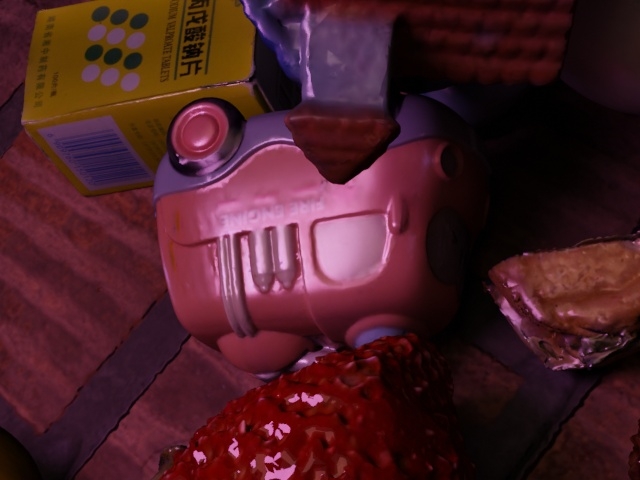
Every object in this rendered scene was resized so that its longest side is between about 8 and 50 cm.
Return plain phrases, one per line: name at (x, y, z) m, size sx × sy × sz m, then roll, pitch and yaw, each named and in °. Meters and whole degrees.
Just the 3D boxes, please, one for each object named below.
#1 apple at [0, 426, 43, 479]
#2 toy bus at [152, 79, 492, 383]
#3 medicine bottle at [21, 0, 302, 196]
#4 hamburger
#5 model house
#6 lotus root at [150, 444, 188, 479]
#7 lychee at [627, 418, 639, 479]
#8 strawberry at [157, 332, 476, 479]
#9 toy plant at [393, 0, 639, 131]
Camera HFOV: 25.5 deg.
apple at (-0.314, 0.243, 1.175) m, size 0.196 × 0.157 × 0.196 m, roll -10°, pitch 57°, yaw 17°
toy bus at (0.000, 0.000, 1.176) m, size 0.288 × 0.194 × 0.232 m, roll -7°, pitch 67°, yaw 18°
medicine bottle at (-0.145, -0.146, 1.348) m, size 0.250 × 0.141 × 0.137 m, roll -8°, pitch 55°, yaw 18°
hamburger at (0.221, 0.058, 1.117) m, size 0.176 × 0.087 × 0.102 m, roll -10°, pitch 69°, yaw 9°
model house at (0.068, -0.199, 1.020) m, size 0.295 × 0.252 × 0.329 m, roll 2°, pitch 88°, yaw -1°
lotus root at (-0.103, 0.244, 1.137) m, size 0.090 × 0.077 × 0.183 m, roll -24°, pitch 57°, yaw 7°
lychee at (0.301, 0.151, 0.962) m, size 0.188 × 0.188 × 0.188 m, roll -10°, pitch 58°, yaw 17°
strawberry at (-0.006, 0.190, 0.999) m, size 0.261 × 0.261 × 0.257 m, roll -22°, pitch 51°, yaw 9°
toy plant at (0.156, -0.208, 1.218) m, size 0.332 × 0.247 × 0.247 m, roll -3°, pitch 60°, yaw 25°
